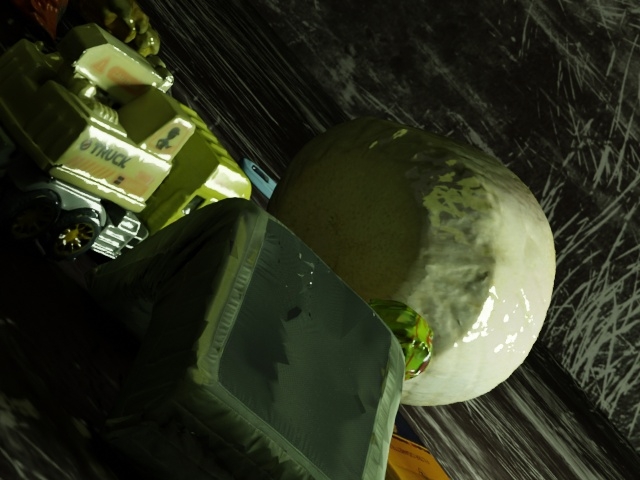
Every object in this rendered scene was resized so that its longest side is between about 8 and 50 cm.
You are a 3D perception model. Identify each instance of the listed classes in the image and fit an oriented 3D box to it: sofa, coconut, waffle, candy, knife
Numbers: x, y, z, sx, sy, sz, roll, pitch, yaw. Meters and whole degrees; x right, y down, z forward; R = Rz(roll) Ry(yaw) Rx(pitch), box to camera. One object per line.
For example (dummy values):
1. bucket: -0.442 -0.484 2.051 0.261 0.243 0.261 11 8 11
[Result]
1. sofa: -0.070 0.115 1.049 0.210 0.176 0.225 42 39 -27
2. coconut: 0.092 0.022 1.566 0.329 0.329 0.329 46 10 -10
3. waffle: -0.304 -0.332 1.755 0.301 0.058 0.281 49 -8 -26
4. candy: -0.013 0.037 1.311 0.262 0.077 0.073 37 31 -6
5. knife: 0.000 0.000 2.010 0.313 0.019 0.044 44 18 -21

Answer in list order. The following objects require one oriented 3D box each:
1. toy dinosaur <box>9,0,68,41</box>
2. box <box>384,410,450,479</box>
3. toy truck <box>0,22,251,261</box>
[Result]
1. toy dinosaur: -0.306 -0.264 1.618 0.101 0.055 0.279 51 9 -11
2. box: 0.022 0.161 1.298 0.237 0.070 0.152 54 11 30
3. toy truck: -0.158 -0.067 1.155 0.124 0.157 0.272 52 11 28
